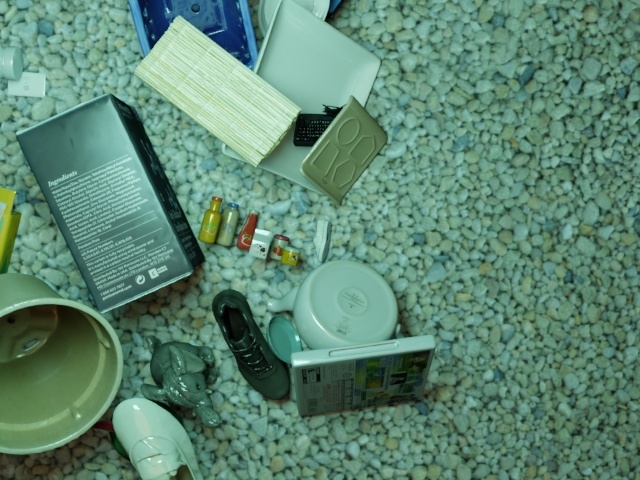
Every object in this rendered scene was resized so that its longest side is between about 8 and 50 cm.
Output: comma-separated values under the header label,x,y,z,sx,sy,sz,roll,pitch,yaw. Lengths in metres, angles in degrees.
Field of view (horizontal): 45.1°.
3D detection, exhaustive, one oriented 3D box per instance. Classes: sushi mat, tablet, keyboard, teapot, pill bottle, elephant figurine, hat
label,x,y,z,sx,sy,sz,roll,pitch,yaw
sushi mat,-0.205,-0.297,1.549,0.316,0.019,0.151,37,91,-3
tablet,-0.671,-0.357,1.762,0.083,0.006,0.054,4,94,-3
keyboard,0.025,-0.255,1.721,0.192,0.038,0.100,-8,113,-43
teapot,0.049,0.182,1.755,0.252,0.187,0.256,-16,64,-27
pill bottle,-0.762,-0.399,1.706,0.184,0.103,0.103,5,93,-4
elephant figurine,-0.308,0.309,1.708,0.185,0.239,0.170,-3,94,-3
hat,-0.424,0.463,1.729,0.208,0.183,0.173,14,101,0

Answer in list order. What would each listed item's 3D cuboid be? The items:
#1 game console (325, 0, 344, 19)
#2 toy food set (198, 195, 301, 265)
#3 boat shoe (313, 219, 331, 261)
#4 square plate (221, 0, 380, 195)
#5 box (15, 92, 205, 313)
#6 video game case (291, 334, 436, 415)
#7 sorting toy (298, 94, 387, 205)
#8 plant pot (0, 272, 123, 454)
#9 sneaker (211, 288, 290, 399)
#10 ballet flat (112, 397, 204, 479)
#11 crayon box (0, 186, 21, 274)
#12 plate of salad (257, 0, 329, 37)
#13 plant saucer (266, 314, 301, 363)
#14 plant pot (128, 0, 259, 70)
label,x,y,z,sx,sy,sz,roll,pitch,yaw
game console,0.012,-0.585,1.749,0.124,0.085,0.144,36,90,-5
toy food set,-0.151,-0.023,1.761,0.232,0.111,0.105,15,93,-2
boat shoe,0.000,0.000,1.815,0.035,0.035,0.100,10,98,23
square plate,-0.041,-0.306,1.697,0.344,0.049,0.347,19,93,-48
box,-0.431,-0.080,1.651,0.211,0.293,0.396,-25,95,-2
video game case,0.091,0.305,1.710,0.299,0.329,0.036,-7,59,-3
sorting toy,0.050,-0.202,1.746,0.038,0.193,0.208,34,89,36
plant pot,-0.622,0.221,1.619,0.333,0.305,0.334,-12,114,-28
sneaker,-0.164,0.250,1.770,0.109,0.130,0.286,-33,96,-2
ballet flat,-0.333,0.517,1.702,0.139,0.139,0.400,-22,120,-2
crayon box,-0.809,0.019,1.739,0.203,0.083,0.323,15,93,-5
plate of salad,-0.057,-0.526,1.736,0.199,0.048,0.200,-4,82,33
plant saucer,-0.089,0.233,1.789,0.021,0.119,0.119,-28,95,27
plant pot,-0.269,-0.476,1.653,0.235,0.212,0.236,-14,120,-2
